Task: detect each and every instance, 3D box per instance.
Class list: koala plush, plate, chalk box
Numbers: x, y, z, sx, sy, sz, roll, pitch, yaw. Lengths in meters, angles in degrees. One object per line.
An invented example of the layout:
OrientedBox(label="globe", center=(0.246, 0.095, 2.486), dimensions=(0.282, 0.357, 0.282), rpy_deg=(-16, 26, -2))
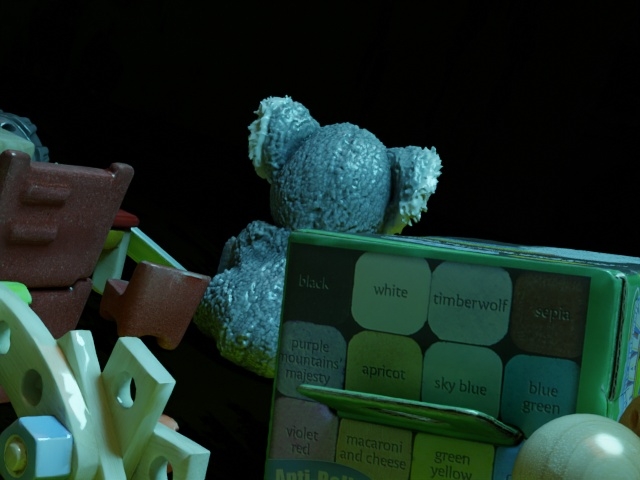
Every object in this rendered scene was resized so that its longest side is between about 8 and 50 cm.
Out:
OrientedBox(label="koala plush", center=(0.000, 0.000, 1.008), dimensions=(0.196, 0.221, 0.203), rpy_deg=(24, 9, 12))
OrientedBox(label="plate", center=(-0.183, -0.004, 1.108), dimensions=(0.188, 0.024, 0.188), rpy_deg=(39, -4, 3))
OrientedBox(label="chalk box", center=(0.082, 0.091, 0.648), dimensions=(0.180, 0.179, 0.289), rpy_deg=(7, 3, 24))

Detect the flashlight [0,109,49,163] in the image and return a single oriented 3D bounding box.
OrientedBox(label="flashlight", center=(-0.326, -0.080, 1.105), dimensions=(0.103, 0.103, 0.304), rpy_deg=(26, 9, -7))

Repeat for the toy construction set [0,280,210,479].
OrientedBox(label="toy construction set", center=(-0.200, 0.039, 0.475), dimensions=(0.215, 0.151, 0.327), rpy_deg=(-4, -20, 41))

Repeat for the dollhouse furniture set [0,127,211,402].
OrientedBox(label="dollhouse furniture set", center=(-0.194, -0.012, 0.815), dimensions=(0.201, 0.152, 0.374), rpy_deg=(25, 8, 21))

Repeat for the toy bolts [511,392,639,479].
OrientedBox(label="toy bolts", center=(0.145, 0.193, 0.473), dimensions=(0.158, 0.218, 0.229), rpy_deg=(7, 43, -8))
